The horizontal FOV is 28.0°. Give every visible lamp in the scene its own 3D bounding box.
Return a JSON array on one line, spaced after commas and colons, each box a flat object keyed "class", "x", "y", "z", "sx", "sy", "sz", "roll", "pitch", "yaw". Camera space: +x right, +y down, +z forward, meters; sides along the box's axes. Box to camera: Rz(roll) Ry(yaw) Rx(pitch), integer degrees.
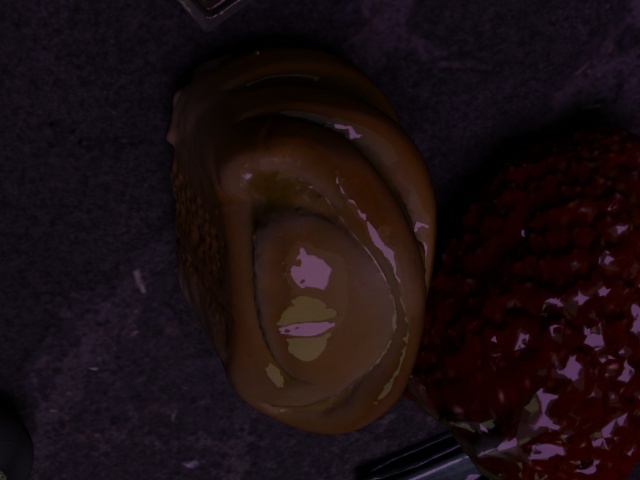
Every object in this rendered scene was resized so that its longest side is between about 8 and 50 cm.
[{"class": "lamp", "x": -0.347, "y": 0.221, "z": 1.318, "sx": 0.105, "sy": 0.105, "sz": 0.105, "roll": -6, "pitch": 130, "yaw": -7}]

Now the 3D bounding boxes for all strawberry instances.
[{"class": "strawberry", "x": 0.239, "y": 0.074, "z": 1.230, "sx": 0.292, "sy": 0.292, "sz": 0.343, "roll": 34, "pitch": 102, "yaw": -32}]

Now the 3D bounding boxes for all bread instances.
[{"class": "bread", "x": 0.000, "y": 0.000, "z": 1.114, "sx": 0.211, "sy": 0.270, "sz": 0.315, "roll": -15, "pitch": 126, "yaw": -18}]

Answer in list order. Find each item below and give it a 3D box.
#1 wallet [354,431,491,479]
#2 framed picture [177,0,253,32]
[{"class": "wallet", "x": 0.209, "y": 0.358, "z": 1.566, "sx": 0.237, "sy": 0.075, "sz": 0.342, "roll": -23, "pitch": 129, "yaw": 4}, {"class": "framed picture", "x": -0.091, "y": -0.332, "z": 0.969, "sx": 0.240, "sy": 0.020, "sz": 0.324, "roll": -33, "pitch": 128, "yaw": 16}]
